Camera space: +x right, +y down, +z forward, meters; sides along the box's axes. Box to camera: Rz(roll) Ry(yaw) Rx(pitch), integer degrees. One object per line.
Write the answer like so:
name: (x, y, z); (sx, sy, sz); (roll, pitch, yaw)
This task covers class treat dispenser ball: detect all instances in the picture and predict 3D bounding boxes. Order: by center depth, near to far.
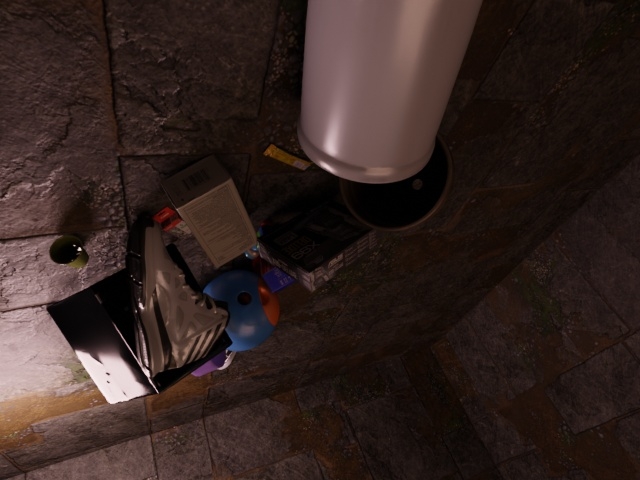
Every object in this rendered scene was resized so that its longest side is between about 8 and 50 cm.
treat dispenser ball: (-0.291, 0.249, 1.484); (0.288, 0.288, 0.288); (-18, 148, -12)

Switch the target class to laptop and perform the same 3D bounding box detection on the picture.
laptop: (-0.575, 0.275, 1.324); (0.408, 0.381, 0.236); (-32, -168, -26)

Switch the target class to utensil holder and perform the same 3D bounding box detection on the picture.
utensil holder: (0.125, -0.366, 0.839); (0.328, 0.327, 0.385); (-14, 145, -18)

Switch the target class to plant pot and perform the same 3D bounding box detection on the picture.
plant pot: (-0.670, 0.039, 1.120); (0.083, 0.083, 0.079); (-18, 159, -12)
plant pot: (0.258, -0.184, 1.258); (0.323, 0.323, 0.280); (-40, 162, 22)

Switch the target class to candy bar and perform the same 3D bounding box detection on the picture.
candy bar: (-0.089, -0.232, 1.172); (0.161, 0.018, 0.040); (13, 135, -46)

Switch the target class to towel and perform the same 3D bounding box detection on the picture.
towel: (-0.132, 0.079, 1.592); (0.275, 0.031, 0.198); (-14, 148, -18)

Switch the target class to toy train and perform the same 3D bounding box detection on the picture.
toy train: (-0.133, 0.019, 1.445); (0.248, 0.105, 0.143); (9, 145, -43)

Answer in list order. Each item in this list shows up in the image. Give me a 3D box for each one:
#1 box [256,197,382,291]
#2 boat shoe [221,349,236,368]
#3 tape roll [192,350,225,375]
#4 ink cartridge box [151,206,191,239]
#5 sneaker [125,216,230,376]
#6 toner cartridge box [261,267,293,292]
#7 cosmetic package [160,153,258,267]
box: (0.000, 0.000, 1.269); (0.307, 0.242, 0.076); (-32, 134, -30)
boat shoe: (-0.437, 0.482, 1.898); (0.105, 0.113, 0.306); (16, 127, -39)
tape roll: (-0.451, 0.356, 1.539); (0.090, 0.274, 0.274); (-21, 148, 0)
ink cartridge box: (-0.423, -0.049, 1.199); (0.063, 0.029, 0.115); (-32, 148, 10)
sneaker: (-0.411, 0.148, 1.216); (0.258, 0.447, 0.169); (-8, -171, -37)
toner cartridge box: (-0.030, 0.064, 1.479); (0.348, 0.075, 0.165); (-32, 175, 2)
cosmetic package: (-0.293, -0.070, 1.155); (0.160, 0.113, 0.309); (-32, 151, -14)
